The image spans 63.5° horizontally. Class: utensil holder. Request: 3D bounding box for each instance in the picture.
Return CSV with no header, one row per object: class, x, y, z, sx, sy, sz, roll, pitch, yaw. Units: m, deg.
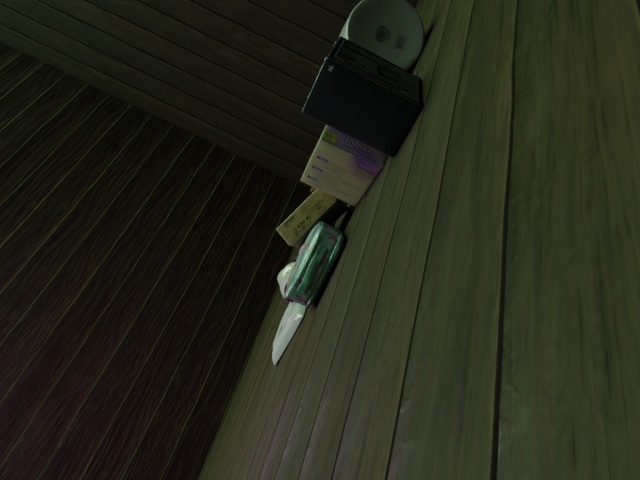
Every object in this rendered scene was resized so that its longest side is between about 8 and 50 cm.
utensil holder,0.216,-0.769,2.099,0.385,0.327,0.328,-170,105,-84

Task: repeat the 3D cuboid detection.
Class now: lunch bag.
lunch bag,-0.020,0.082,1.701,0.224,0.107,0.279,-114,49,-81

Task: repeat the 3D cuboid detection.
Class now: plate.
plate,-0.110,0.292,1.966,0.278,0.045,0.277,-73,9,-59

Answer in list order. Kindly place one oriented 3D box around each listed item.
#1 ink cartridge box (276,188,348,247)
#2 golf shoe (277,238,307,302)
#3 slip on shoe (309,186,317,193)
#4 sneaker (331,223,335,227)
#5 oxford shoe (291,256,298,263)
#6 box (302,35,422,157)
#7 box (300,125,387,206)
ink cartridge box,-0.025,-0.080,1.883,0.234,0.088,0.193,-44,-14,7
golf shoe,-0.047,0.103,1.870,0.306,0.115,0.140,-53,24,29
slip on shoe,-0.002,-0.239,2.080,0.135,0.041,0.051,120,168,-45
sneaker,0.000,0.000,2.097,0.095,0.090,0.235,-53,3,-26
oxford shoe,-0.072,0.103,2.152,0.271,0.098,0.097,140,154,-78
box,0.130,-0.428,1.522,0.183,0.296,0.294,-61,6,31
box,0.077,-0.256,1.695,0.243,0.213,0.117,123,170,-59
